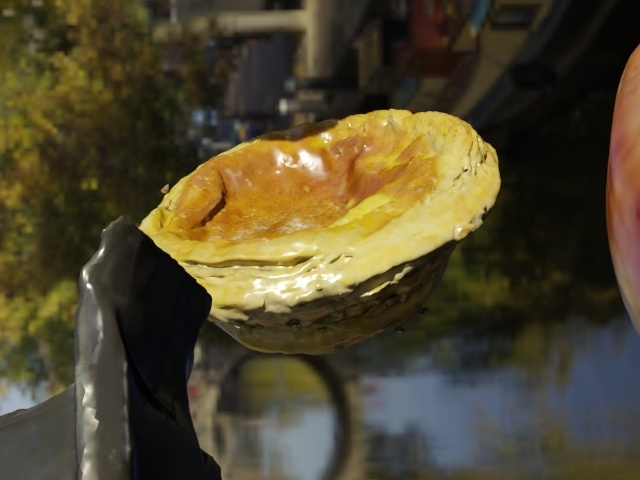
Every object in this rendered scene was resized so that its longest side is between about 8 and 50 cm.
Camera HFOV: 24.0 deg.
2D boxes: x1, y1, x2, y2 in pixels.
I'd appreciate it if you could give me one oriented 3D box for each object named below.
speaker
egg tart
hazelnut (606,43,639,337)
[{"bbox_3d":[-0.222,0.165,0.788,0.180,0.388,0.184,55,-167,-65],"label":"speaker"},{"bbox_3d":[0.000,0.000,1.351,0.352,0.352,0.150,-104,-1,-64],"label":"egg tart"},{"bbox_3d":[0.302,-0.003,0.717,0.372,0.315,0.372,-29,-53,-49],"label":"hazelnut"}]
